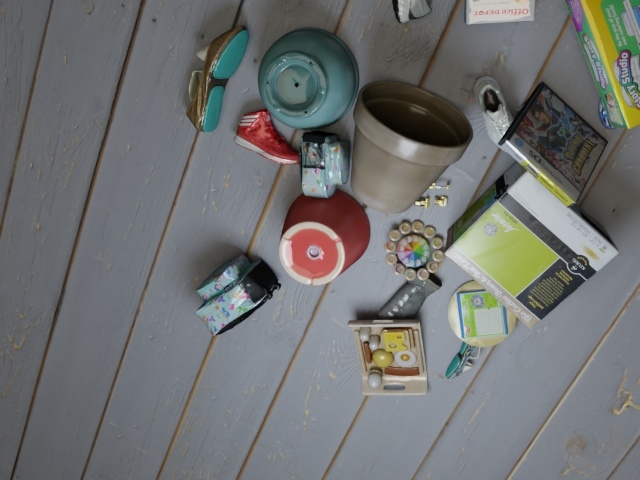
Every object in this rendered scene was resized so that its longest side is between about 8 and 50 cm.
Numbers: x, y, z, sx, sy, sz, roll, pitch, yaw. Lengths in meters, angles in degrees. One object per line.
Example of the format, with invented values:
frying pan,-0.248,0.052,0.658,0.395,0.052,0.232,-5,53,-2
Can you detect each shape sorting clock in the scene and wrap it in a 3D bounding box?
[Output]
shape sorting clock,0.495,0.224,2.004,0.206,0.040,0.206,0,91,6

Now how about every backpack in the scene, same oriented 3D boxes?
backpack,-0.284,0.176,2.081,0.191,0.225,0.253,45,110,-3
backpack,0.012,-0.216,1.907,0.144,0.166,0.188,12,105,11

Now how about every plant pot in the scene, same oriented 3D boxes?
plant pot,0.000,0.000,1.946,0.275,0.243,0.275,4,109,11
plant pot,0.217,-0.238,1.807,0.323,0.323,0.280,24,129,4
plant pot,-0.051,-0.443,1.830,0.293,0.196,0.293,4,109,12

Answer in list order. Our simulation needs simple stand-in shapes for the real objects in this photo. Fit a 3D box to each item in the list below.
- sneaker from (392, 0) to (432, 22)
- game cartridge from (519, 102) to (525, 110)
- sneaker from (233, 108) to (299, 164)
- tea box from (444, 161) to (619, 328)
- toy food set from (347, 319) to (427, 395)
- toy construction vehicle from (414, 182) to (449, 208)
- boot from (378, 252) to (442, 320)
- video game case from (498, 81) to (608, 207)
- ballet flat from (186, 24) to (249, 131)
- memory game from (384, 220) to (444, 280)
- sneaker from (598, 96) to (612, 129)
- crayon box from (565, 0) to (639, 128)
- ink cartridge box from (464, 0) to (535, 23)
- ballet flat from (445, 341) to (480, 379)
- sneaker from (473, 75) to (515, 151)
sneaker,0.239,-0.723,1.729,0.108,0.100,0.271,-8,111,1
game cartridge,0.595,-0.350,1.811,0.056,0.017,0.083,-40,96,25
sneaker,-0.147,-0.317,1.955,0.221,0.087,0.128,21,113,4
tea box,0.575,0.002,1.828,0.329,0.220,0.323,41,111,-3
toy food set,0.217,0.375,2.078,0.220,0.092,0.306,-3,124,14
toy construction vehicle,0.329,-0.135,1.935,0.098,0.035,0.086,8,110,10
boot,0.253,0.161,2.045,0.189,0.076,0.208,41,119,-1
video game case,0.618,-0.257,1.717,0.248,0.275,0.035,41,148,-3
ballet flat,-0.323,-0.491,1.936,0.124,0.116,0.342,34,118,20
memory game,0.282,0.030,1.968,0.186,0.012,0.186,0,81,-1
sneaker,0.773,-0.365,1.742,0.053,0.059,0.144,-10,107,14
crayon box,0.830,-0.508,1.623,0.313,0.106,0.363,-25,102,7
ink cartridge box,0.453,-0.671,1.649,0.171,0.168,0.232,1,110,12
ballet flat,0.462,0.372,2.068,0.070,0.070,0.188,24,114,4
sneaker,0.485,-0.334,1.787,0.090,0.115,0.232,-29,100,20
